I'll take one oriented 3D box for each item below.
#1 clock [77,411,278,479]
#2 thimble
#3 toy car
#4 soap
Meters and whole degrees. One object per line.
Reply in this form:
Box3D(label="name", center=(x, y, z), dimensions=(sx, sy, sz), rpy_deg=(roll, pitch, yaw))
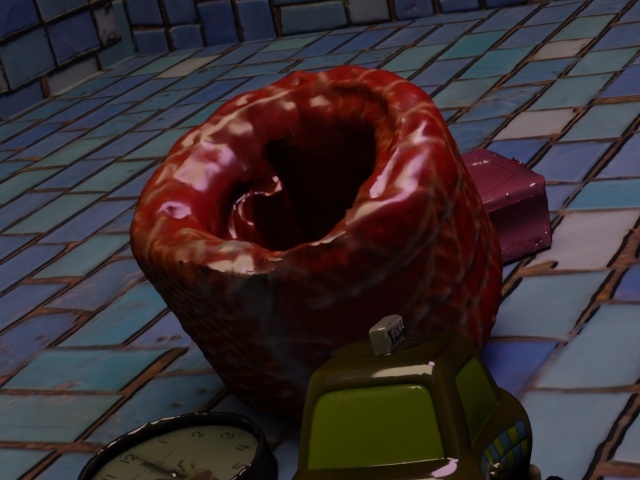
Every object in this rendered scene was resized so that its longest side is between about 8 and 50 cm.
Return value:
Box3D(label="clock", center=(-0.131, 0.212, 1.247), dimensions=(0.184, 0.040, 0.184), rpy_deg=(-12, 19, 4))
Box3D(label="thimble", center=(0.000, 0.000, 1.378), dimensions=(0.350, 0.231, 0.350), rpy_deg=(-18, 35, 13))
Box3D(label="toy car", center=(0.067, 0.152, 1.003), dimensions=(0.204, 0.198, 0.248), rpy_deg=(-7, 6, 19))
Box3D(label="soap", center=(0.137, -0.013, 1.636), dimensions=(0.250, 0.099, 0.162), rpy_deg=(-21, 27, -20))
